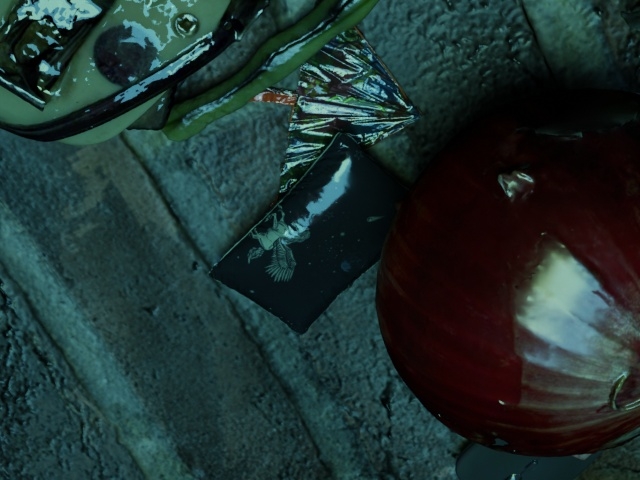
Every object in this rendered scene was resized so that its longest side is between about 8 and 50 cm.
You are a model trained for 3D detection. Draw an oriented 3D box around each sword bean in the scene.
[{"bbox_3d":[-0.041,-0.170,1.013,0.269,0.038,0.043,-33,98,19],"label":"sword bean"}]

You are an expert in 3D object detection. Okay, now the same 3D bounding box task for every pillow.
[{"bbox_3d":[0.000,0.000,1.104,0.141,0.055,0.208,38,114,-24],"label":"pillow"}]

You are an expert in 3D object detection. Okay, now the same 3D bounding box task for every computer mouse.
[{"bbox_3d":[0.247,0.211,1.210,0.120,0.057,0.232,33,114,-14],"label":"computer mouse"}]

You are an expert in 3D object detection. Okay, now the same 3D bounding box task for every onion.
[{"bbox_3d":[0.213,0.023,0.955,0.342,0.341,0.341,1,119,1],"label":"onion"}]

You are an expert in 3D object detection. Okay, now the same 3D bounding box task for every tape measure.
[{"bbox_3d":[-0.206,-0.181,0.973,0.271,0.133,0.231,24,116,-14],"label":"tape measure"}]

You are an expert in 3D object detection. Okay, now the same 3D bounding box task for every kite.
[{"bbox_3d":[0.004,-0.126,1.061,0.189,0.009,0.232,8,119,-3],"label":"kite"}]

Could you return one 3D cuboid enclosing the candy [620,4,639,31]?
[{"bbox_3d":[0.390,-0.172,0.952,0.195,0.137,0.184,-29,114,19],"label":"candy"}]
